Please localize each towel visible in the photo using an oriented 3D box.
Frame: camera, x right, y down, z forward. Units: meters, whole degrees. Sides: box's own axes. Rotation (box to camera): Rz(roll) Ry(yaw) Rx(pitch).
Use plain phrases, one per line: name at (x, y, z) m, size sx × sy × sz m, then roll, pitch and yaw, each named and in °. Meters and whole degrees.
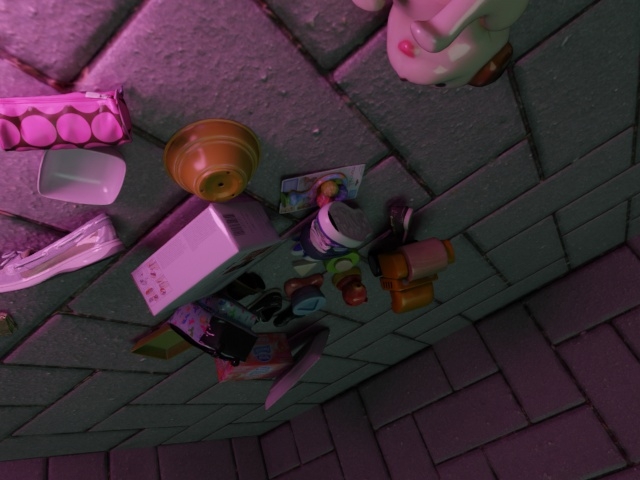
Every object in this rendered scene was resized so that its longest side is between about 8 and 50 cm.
towel at (-0.910, 0.230, 1.105) m, size 0.147 × 0.027 × 0.110 m, roll -6°, pitch 145°, yaw -26°

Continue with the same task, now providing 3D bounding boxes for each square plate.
square plate at (-0.104, 0.558, 1.860) m, size 0.347 × 0.049 × 0.344 m, roll -47°, pitch 178°, yaw 11°

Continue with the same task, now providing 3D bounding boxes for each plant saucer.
plant saucer at (-0.555, 0.364, 1.500) m, size 0.188 × 0.045 × 0.188 m, roll -30°, pitch 148°, yaw 12°

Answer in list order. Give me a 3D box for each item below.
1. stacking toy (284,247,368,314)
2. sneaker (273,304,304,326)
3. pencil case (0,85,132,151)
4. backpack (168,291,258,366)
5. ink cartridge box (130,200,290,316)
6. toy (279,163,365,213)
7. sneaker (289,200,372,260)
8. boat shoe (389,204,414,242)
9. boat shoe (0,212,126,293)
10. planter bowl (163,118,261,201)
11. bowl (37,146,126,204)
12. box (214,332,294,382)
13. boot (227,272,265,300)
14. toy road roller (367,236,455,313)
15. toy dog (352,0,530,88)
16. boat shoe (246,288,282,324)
stacking toy at (0.032, 0.166, 1.482) m, size 0.308 × 0.131 × 0.280 m, roll -15°, pitch 148°, yaw -11°
sneaker at (-0.113, 0.287, 1.652) m, size 0.170 × 0.051 × 0.089 m, roll -20°, pitch 148°, yaw -12°
pencil case at (-0.432, -0.205, 0.691) m, size 0.209 × 0.095 × 0.098 m, roll -11°, pitch 164°, yaw -15°
backpack at (-0.344, 0.262, 1.310) m, size 0.253 × 0.191 × 0.225 m, roll 8°, pitch 157°, yaw 36°
ink cartridge box at (-0.270, 0.037, 1.064) m, size 0.309 × 0.130 × 0.271 m, roll -35°, pitch 173°, yaw 22°
toy at (0.010, -0.123, 1.111) m, size 0.236 × 0.056 × 0.137 m, roll -11°, pitch 148°, yaw -17°
sneaker at (0.000, 0.000, 1.151) m, size 0.236 × 0.130 × 0.322 m, roll -28°, pitch 173°, yaw 21°
boat shoe at (0.264, -0.056, 1.355) m, size 0.068 × 0.081 × 0.228 m, roll 20°, pitch 165°, yaw 16°
boat shoe at (-0.613, 0.035, 0.939) m, size 0.319 × 0.103 × 0.118 m, roll -19°, pitch -173°, yaw 2°
planter bowl at (-0.224, -0.149, 0.900) m, size 0.216 × 0.091 × 0.217 m, roll -16°, pitch 147°, yaw -11°
bowl at (-0.463, -0.139, 0.805) m, size 0.142 × 0.053 × 0.142 m, roll 8°, pitch 138°, yaw -37°
box at (-0.283, 0.495, 1.757) m, size 0.299 × 0.154 × 0.142 m, roll 10°, pitch 136°, yaw -39°
boot at (-0.272, 0.142, 1.309) m, size 0.106 × 0.082 × 0.219 m, roll -33°, pitch 148°, yaw 12°
toy road roller at (0.318, 0.128, 1.424) m, size 0.202 × 0.241 × 0.329 m, roll -15°, pitch 179°, yaw -12°
toy dog at (0.213, -0.431, 0.629) m, size 0.395 × 0.284 × 0.408 m, roll -48°, pitch 159°, yaw -31°
boat shoe at (-0.221, 0.271, 1.535) m, size 0.083 × 0.079 × 0.233 m, roll 12°, pitch 136°, yaw -44°
